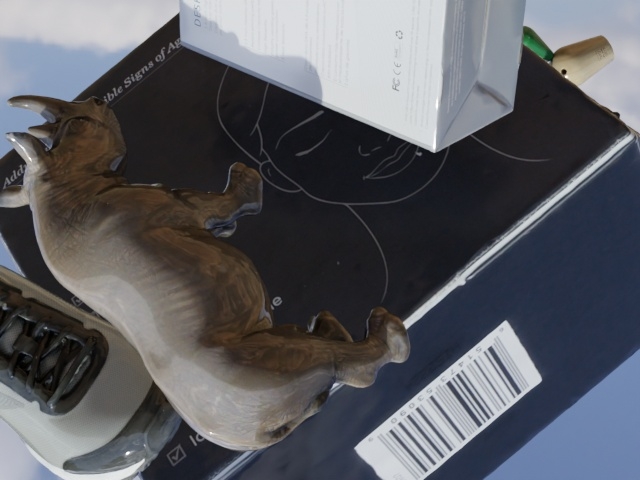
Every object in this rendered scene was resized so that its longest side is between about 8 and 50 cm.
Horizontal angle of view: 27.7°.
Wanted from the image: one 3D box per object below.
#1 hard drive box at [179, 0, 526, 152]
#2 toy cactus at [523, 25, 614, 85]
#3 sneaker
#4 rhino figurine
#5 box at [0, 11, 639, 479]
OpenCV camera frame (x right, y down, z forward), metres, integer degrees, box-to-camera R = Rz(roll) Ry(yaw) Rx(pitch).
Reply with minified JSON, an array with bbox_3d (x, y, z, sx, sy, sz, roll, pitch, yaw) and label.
[{"bbox_3d":[0.015,-0.185,0.830,0.232,0.181,0.089,27,-140,33],"label":"hard drive box"},{"bbox_3d":[0.256,-0.188,1.501,0.180,0.219,0.112,-28,179,-6],"label":"toy cactus"},{"bbox_3d":[-0.191,0.075,0.832,0.271,0.100,0.108,20,161,40],"label":"sneaker"},{"bbox_3d":[-0.077,0.004,0.636,0.106,0.073,0.243,-34,-111,-34],"label":"rhino figurine"},{"bbox_3d":[0.000,0.000,1.226,0.480,0.297,0.472,-39,-129,-1],"label":"box"}]
